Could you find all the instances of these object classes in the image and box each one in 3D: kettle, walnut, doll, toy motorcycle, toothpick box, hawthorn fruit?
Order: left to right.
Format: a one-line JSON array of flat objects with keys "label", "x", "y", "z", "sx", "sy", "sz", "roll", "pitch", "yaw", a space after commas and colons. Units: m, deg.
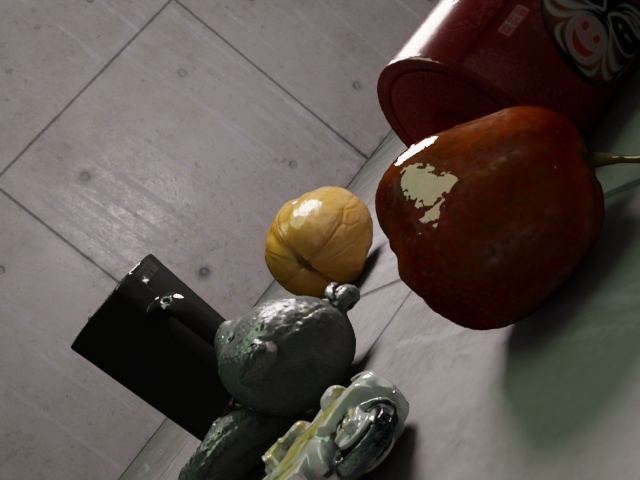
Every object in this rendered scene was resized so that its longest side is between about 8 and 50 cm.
[{"label": "kettle", "x": -0.216, "y": 0.174, "z": 1.318, "sx": 0.262, "sy": 0.308, "sz": 0.203, "roll": -49, "pitch": 4, "yaw": 29}, {"label": "doll", "x": -0.093, "y": 0.187, "z": 0.972, "sx": 0.340, "sy": 0.158, "sz": 0.246, "roll": -51, "pitch": -8, "yaw": 35}, {"label": "walnut", "x": 0.000, "y": 0.000, "z": 1.378, "sx": 0.193, "sy": 0.193, "sz": 0.225, "roll": -48, "pitch": 5, "yaw": 33}, {"label": "toy motorcycle", "x": 0.006, "y": 0.173, "z": 0.665, "sx": 0.228, "sy": 0.074, "sz": 0.151, "roll": -49, "pitch": 2, "yaw": 42}, {"label": "hawthorn fruit", "x": 0.145, "y": -0.033, "z": 0.571, "sx": 0.204, "sy": 0.162, "sz": 0.162, "roll": -32, "pitch": 11, "yaw": 18}, {"label": "toothpick box", "x": 0.233, "y": -0.225, "z": 0.805, "sx": 0.333, "sy": 0.204, "sz": 0.204, "roll": -52, "pitch": 5, "yaw": -17}]
